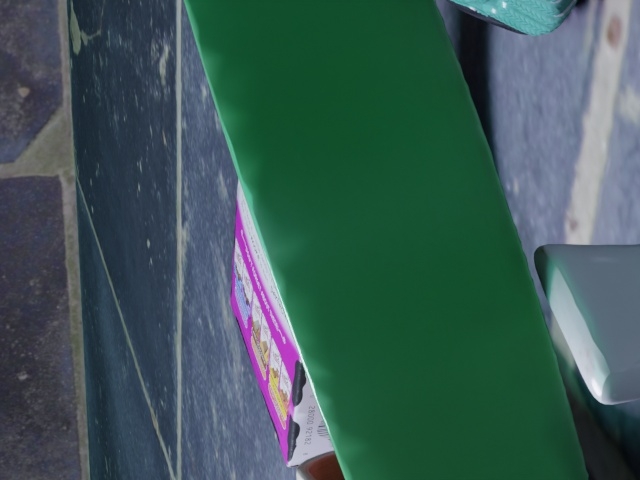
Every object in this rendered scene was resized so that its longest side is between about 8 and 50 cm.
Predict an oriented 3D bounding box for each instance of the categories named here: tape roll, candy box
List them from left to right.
[{"bbox_3d":[0.000,0.000,0.880,0.159,0.071,0.233,-114,22,-46],"label":"candy box"},{"bbox_3d":[0.023,-0.011,0.582,0.321,0.077,0.321,-18,-90,-88],"label":"tape roll"}]

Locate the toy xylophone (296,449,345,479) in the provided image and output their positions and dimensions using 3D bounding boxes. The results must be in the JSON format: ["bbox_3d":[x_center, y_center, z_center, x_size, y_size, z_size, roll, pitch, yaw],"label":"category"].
[{"bbox_3d":[0.060,0.220,0.748,0.322,0.081,0.236,-144,49,-69],"label":"toy xylophone"}]

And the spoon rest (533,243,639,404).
[{"bbox_3d":[0.153,-0.059,0.346,0.276,0.084,0.137,-58,41,45],"label":"spoon rest"}]

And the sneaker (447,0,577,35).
[{"bbox_3d":[0.087,-0.143,0.562,0.098,0.083,0.223,-61,8,-1],"label":"sneaker"}]
